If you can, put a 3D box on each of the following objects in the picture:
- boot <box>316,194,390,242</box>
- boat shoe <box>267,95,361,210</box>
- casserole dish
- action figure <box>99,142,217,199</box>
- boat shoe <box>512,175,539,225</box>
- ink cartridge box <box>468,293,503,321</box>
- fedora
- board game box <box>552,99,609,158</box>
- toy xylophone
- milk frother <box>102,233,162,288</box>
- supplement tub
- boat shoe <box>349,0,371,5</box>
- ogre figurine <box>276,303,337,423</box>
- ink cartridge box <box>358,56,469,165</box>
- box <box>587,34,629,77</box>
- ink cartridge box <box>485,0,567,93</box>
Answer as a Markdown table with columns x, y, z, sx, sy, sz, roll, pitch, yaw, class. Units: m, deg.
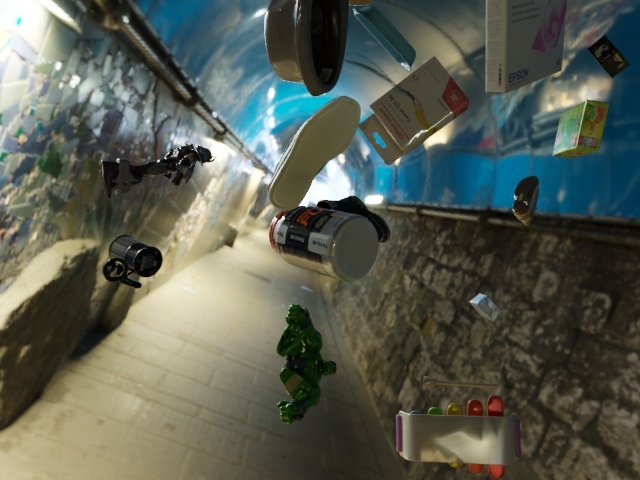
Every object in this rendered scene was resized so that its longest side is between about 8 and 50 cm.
| x | y | z | sx | sy | sz | roll | pitch | yaw | class |
| --- | --- | --- | --- | --- | --- | --- | --- | --- | --- |
| 0.110 | -0.068 | 2.073 | 0.179 | 0.085 | 0.236 | -6 | 43 | -44 | boot |
| -0.020 | -0.206 | 1.366 | 0.109 | 0.305 | 0.091 | 29 | 26 | -20 | boat shoe |
| 0.149 | -0.458 | 1.353 | 0.188 | 0.037 | 0.114 | 40 | 10 | -21 | casserole dish |
| -0.394 | -0.180 | 1.504 | 0.285 | 0.099 | 0.185 | -17 | 13 | -19 | action figure |
| 0.600 | -0.113 | 1.757 | 0.068 | 0.190 | 0.072 | -13 | -59 | 41 | boat shoe |
| 0.337 | 0.136 | 1.242 | 0.048 | 0.028 | 0.083 | 48 | 0 | 1 | ink cartridge box |
| -0.035 | -0.435 | 1.247 | 0.124 | 0.275 | 0.244 | 7 | 7 | 20 | fedora |
| 0.520 | -0.220 | 1.220 | 0.043 | 0.092 | 0.181 | 11 | 4 | 7 | board game box |
| 0.355 | 0.470 | 1.545 | 0.323 | 0.236 | 0.081 | 8 | -7 | 9 | toy xylophone |
| -0.513 | 0.048 | 1.573 | 0.135 | 0.129 | 0.143 | 17 | -12 | 40 | milk frother |
| 0.000 | 0.000 | 1.918 | 0.207 | 0.207 | 0.338 | 20 | -4 | -43 | supplement tub |
| 0.020 | -0.720 | 1.644 | 0.277 | 0.096 | 0.098 | 23 | -1 | 11 | boat shoe |
| -0.032 | 0.223 | 1.092 | 0.118 | 0.097 | 0.197 | 34 | 35 | -62 | ogre figurine |
| 0.179 | -0.251 | 1.200 | 0.115 | 0.198 | 0.067 | 54 | 8 | 8 | ink cartridge box |
| 0.722 | -0.461 | 1.521 | 0.062 | 0.052 | 0.083 | 28 | 37 | -34 | box |
| 0.544 | -0.580 | 1.587 | 0.324 | 0.329 | 0.071 | -27 | 33 | -37 | ink cartridge box |
